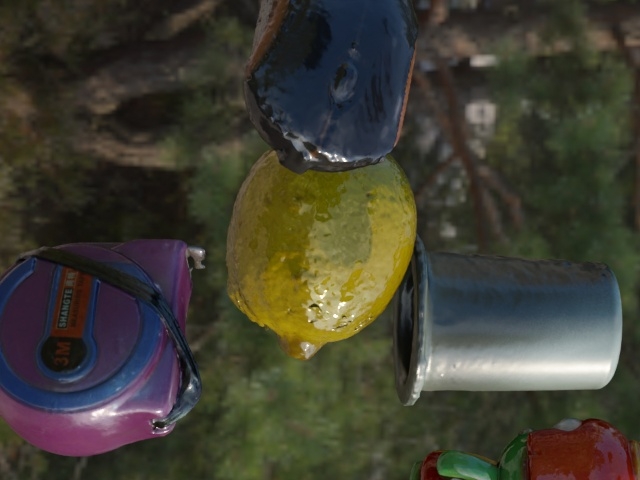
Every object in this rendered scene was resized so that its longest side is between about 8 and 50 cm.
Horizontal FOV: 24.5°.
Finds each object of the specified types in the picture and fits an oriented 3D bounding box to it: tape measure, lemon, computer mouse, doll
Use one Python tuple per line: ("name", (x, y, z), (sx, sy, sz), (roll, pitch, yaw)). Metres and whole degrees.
("tape measure", (-0.246, 0.117, 1.608), (0.149, 0.245, 0.231), (89, 3, -61))
("lemon", (0.000, 0.000, 1.932), (0.245, 0.245, 0.319), (10, 96, -68))
("computer mouse", (0.017, -0.212, 1.574), (0.116, 0.183, 0.323), (-46, -153, 46))
("doll", (0.286, 0.291, 1.681), (0.160, 0.363, 0.182), (-90, 164, -50))

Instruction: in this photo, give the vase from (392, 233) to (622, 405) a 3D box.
("vase", (0.255, 0.106, 2.037), (0.245, 0.291, 0.245), (180, -90, -85))
